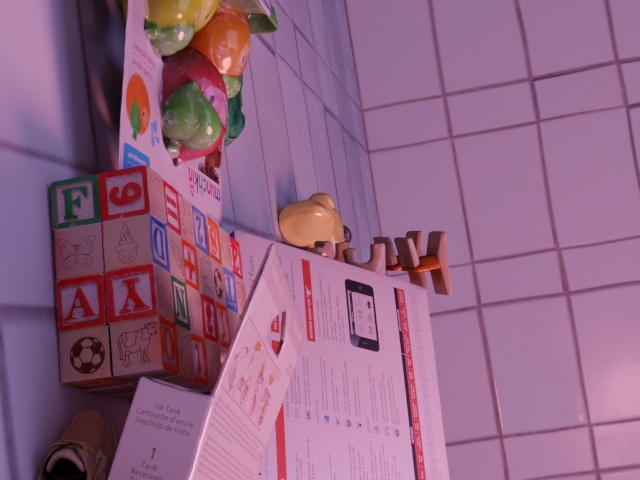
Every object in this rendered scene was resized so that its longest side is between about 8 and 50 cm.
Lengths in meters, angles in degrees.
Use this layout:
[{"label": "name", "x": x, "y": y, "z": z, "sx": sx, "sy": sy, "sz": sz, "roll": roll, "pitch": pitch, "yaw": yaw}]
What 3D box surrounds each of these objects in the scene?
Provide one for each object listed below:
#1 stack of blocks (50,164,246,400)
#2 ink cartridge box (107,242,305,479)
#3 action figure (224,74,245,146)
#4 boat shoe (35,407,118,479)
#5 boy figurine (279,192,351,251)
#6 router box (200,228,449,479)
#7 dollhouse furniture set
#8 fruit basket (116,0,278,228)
[{"label": "stack of blocks", "x": -0.145, "y": 0.058, "z": 1.034, "sx": 0.297, "sy": 0.087, "sz": 0.171, "roll": 47, "pitch": 35, "yaw": -73}, {"label": "ink cartridge box", "x": -0.091, "y": 0.158, "z": 0.949, "sx": 0.296, "sy": 0.066, "sz": 0.261, "roll": 77, "pitch": 29, "yaw": -71}, {"label": "action figure", "x": -0.130, "y": -0.186, "z": 1.439, "sx": 0.232, "sy": 0.063, "sz": 0.137, "roll": -91, "pitch": 170, "yaw": -58}, {"label": "boat shoe", "x": -0.181, "y": 0.171, "z": 0.818, "sx": 0.135, "sy": 0.050, "sz": 0.045, "roll": -88, "pitch": 170, "yaw": -51}, {"label": "boy figurine", "x": 0.000, "y": 0.000, "z": 1.942, "sx": 0.285, "sy": 0.092, "sz": 0.177, "roll": 41, "pitch": 41, "yaw": -74}, {"label": "router box", "x": 0.006, "y": 0.182, "z": 1.303, "sx": 0.301, "sy": 0.082, "sz": 0.335, "roll": 18, "pitch": 54, "yaw": -33}, {"label": "dollhouse furniture set", "x": 0.023, "y": 0.073, "z": 1.594, "sx": 0.259, "sy": 0.262, "sz": 0.135, "roll": -178, "pitch": -101, "yaw": -68}, {"label": "fruit basket", "x": -0.130, "y": -0.190, "z": 1.154, "sx": 0.327, "sy": 0.165, "sz": 0.353, "roll": 43, "pitch": 42, "yaw": -75}]
